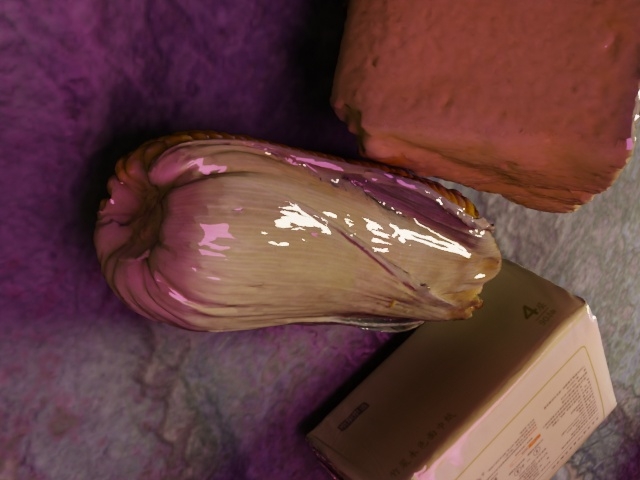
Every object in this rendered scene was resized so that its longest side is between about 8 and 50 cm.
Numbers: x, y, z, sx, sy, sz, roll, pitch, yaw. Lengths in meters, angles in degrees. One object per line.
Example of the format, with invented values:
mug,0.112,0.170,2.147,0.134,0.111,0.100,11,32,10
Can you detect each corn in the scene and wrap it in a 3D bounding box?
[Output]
corn,0.001,0.004,0.607,0.305,0.122,0.123,6,100,-43

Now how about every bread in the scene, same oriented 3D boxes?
bread,0.133,-0.160,0.629,0.236,0.198,0.263,16,87,-73

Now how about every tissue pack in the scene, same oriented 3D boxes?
tissue pack,0.123,0.152,0.783,0.234,0.125,0.159,-43,133,-14
